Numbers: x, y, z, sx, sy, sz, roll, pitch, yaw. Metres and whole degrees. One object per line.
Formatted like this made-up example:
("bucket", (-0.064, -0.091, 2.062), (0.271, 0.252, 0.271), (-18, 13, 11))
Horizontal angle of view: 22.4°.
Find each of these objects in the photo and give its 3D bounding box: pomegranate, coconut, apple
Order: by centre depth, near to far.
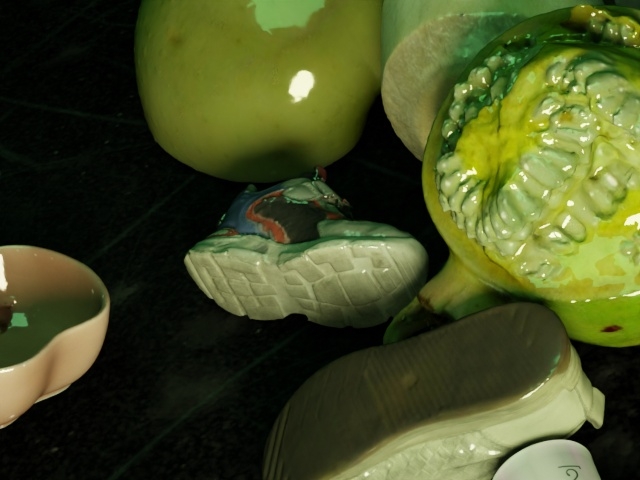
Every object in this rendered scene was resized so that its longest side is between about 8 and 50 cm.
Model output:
("pomegranate", (0.185, -0.020, 1.217), (0.340, 0.260, 0.260), (-48, 37, 12))
("coconut", (0.150, -0.167, 1.420), (0.202, 0.202, 0.222), (-8, 44, 15))
("apple", (-0.021, -0.219, 1.646), (0.320, 0.311, 0.360), (10, 21, -39))

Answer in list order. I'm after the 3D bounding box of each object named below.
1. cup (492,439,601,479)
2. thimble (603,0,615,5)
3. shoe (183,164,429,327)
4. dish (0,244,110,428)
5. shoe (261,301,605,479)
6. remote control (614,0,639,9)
("cup", (0.180, 0.195, 1.088), (0.104, 0.074, 0.116), (0, 37, -20))
("thimble", (0.326, -0.263, 1.465), (0.229, 0.196, 0.148), (-23, 22, 51))
("shoe", (0.000, 0.000, 1.364), (0.228, 0.099, 0.125), (0, 45, 31))
("dish", (-0.278, 0.092, 1.366), (0.213, 0.090, 0.213), (-3, 28, 1))
("shoe", (0.076, 0.136, 1.170), (0.275, 0.098, 0.103), (-21, 42, 31))
("remote control", (0.298, -0.222, 1.375), (0.103, 0.250, 0.034), (5, 47, 30))
